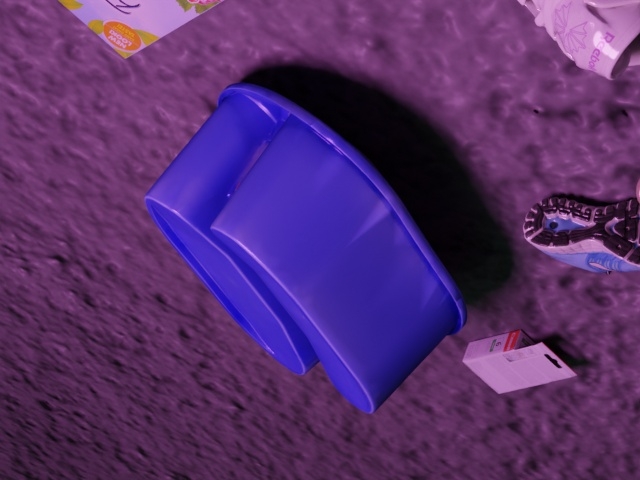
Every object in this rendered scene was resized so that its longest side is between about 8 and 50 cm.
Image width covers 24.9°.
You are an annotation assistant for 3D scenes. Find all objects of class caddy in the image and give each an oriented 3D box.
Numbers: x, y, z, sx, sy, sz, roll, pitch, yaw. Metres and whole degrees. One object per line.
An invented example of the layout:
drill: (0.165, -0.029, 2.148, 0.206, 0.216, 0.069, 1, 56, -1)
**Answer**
caddy: (0.000, 0.000, 1.367, 0.241, 0.179, 0.341, 23, 156, 48)

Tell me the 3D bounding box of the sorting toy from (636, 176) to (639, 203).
sorting toy: (0.444, -0.009, 1.192, 0.307, 0.041, 0.229, 36, 141, -17)

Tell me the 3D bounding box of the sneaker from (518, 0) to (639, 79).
sneaker: (0.171, -0.200, 0.989, 0.305, 0.152, 0.114, 20, 149, 9)

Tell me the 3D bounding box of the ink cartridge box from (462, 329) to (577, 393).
ink cartridge box: (0.213, 0.126, 1.536, 0.063, 0.029, 0.115, 42, 143, -24)

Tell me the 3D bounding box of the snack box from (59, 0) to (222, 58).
snack box: (-0.178, -0.264, 1.199, 0.207, 0.070, 0.174, 43, 143, -24)

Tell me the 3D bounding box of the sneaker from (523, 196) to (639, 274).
sneaker: (0.269, 0.000, 1.310, 0.162, 0.063, 0.073, 11, 163, 27)
